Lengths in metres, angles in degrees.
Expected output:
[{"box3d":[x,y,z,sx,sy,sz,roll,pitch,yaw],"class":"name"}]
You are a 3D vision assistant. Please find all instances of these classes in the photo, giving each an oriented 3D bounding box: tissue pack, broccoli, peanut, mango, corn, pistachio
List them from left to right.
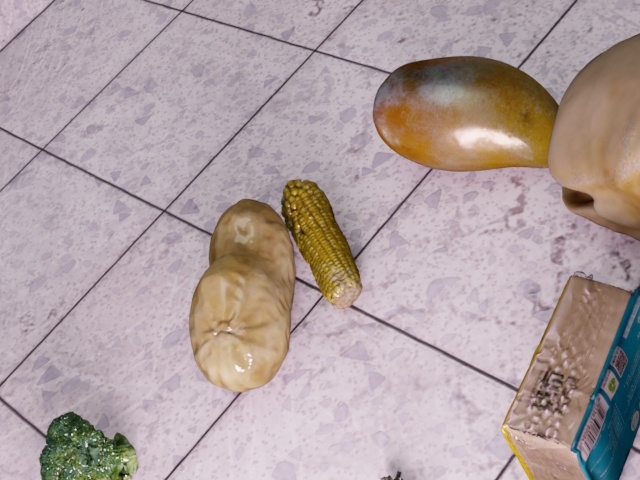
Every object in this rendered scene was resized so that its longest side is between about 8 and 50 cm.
[{"box3d":[-0.390,0.373,1.913,0.156,0.195,0.195,-24,39,-22],"class":"broccoli"},{"box3d":[-0.136,0.089,1.999,0.169,0.192,0.387,-19,44,24],"class":"peanut"},{"box3d":[0.000,0.000,2.077,0.097,0.097,0.320,-29,44,3],"class":"corn"},{"box3d":[0.269,-0.222,2.058,0.384,0.199,0.221,19,55,26],"class":"mango"},{"box3d":[0.368,0.210,1.597,0.134,0.192,0.271,11,57,35],"class":"tissue pack"},{"box3d":[0.536,-0.172,1.814,0.365,0.281,0.445,-26,28,19],"class":"pistachio"}]

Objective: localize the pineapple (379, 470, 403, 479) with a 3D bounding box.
[{"box3d":[0.123,0.385,1.679,0.058,0.058,0.124,-28,42,4],"class":"pineapple"}]
